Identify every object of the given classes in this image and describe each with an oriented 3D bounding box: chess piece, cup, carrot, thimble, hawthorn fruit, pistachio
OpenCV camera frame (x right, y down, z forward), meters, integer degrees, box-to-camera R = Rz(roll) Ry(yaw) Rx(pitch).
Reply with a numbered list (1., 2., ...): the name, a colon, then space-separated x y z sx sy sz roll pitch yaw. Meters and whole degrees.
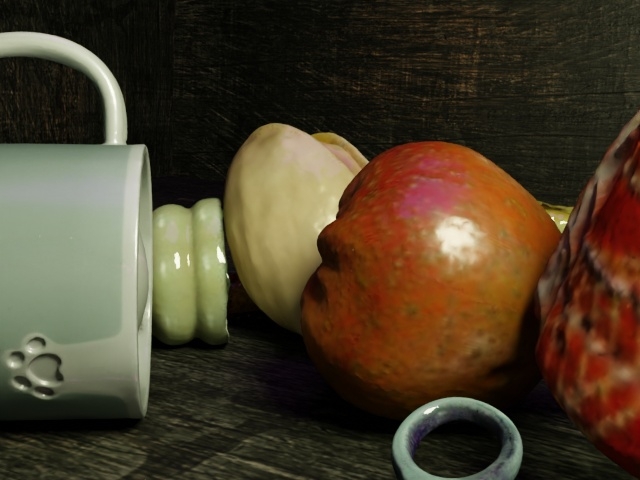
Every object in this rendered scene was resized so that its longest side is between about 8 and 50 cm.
1. chess piece: -0.278 0.047 1.007 0.330 0.183 0.182 -4 10 -8
2. cup: -0.297 -0.012 0.762 0.274 0.357 0.259 -1 0 -9
3. carrot: -0.152 0.082 1.144 0.228 0.069 0.069 -1 10 -20
4. thimble: 0.345 0.055 0.607 0.350 0.231 0.350 20 22 -9
5. hawthorn fruit: 0.133 0.055 0.814 0.298 0.277 0.277 14 10 2
6. pistachio: 0.000 0.000 1.073 0.229 0.309 0.230 -18 -15 -5

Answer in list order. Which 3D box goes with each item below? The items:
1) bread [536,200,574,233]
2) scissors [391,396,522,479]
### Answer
1. bread: 0.270 0.039 1.110 0.238 0.196 0.252 -4 14 -31
2. scissors: 0.088 0.199 0.413 0.255 0.029 0.383 -23 22 -23
